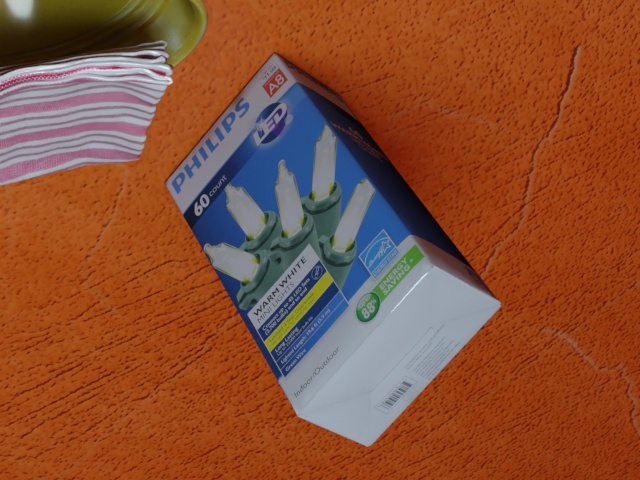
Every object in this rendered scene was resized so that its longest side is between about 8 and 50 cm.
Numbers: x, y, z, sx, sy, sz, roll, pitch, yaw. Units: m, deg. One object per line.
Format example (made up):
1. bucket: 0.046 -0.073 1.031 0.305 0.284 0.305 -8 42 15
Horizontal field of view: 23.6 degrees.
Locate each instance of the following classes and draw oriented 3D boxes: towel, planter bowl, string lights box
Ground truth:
1. towel: -0.175 -0.071 0.988 0.144 0.029 0.197 -12 167 -17
2. planter bowl: -0.183 -0.147 0.923 0.217 0.090 0.217 -15 167 -4
3. string lights box: 0.000 0.000 1.049 0.077 0.259 0.133 28 109 -42
